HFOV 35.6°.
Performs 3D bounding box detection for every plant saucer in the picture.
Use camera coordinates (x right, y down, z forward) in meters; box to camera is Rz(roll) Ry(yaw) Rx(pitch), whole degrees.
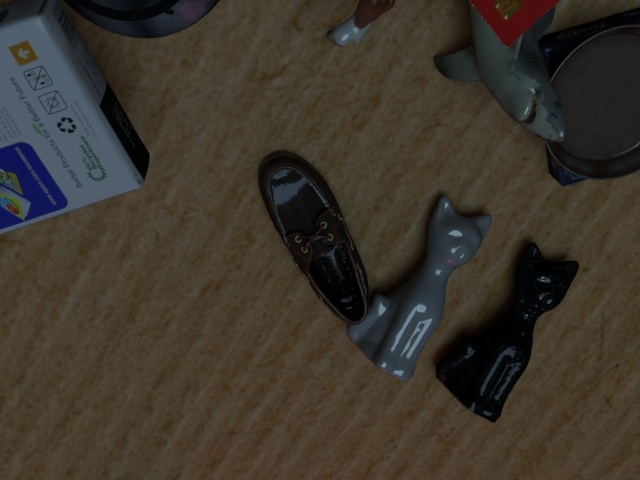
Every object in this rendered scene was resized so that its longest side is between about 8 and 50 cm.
[{"bbox_3d":[0.306,-0.145,1.040,0.168,0.029,0.169,-5,116,-10],"label":"plant saucer"}]

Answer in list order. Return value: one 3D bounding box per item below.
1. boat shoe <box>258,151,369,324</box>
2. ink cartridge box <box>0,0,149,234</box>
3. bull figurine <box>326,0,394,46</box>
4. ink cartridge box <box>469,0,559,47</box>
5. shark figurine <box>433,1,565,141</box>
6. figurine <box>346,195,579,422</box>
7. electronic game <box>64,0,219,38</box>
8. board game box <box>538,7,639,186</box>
[{"bbox_3d":[0.000,0.000,1.072,0.073,0.073,0.207,-29,117,5],"label":"boat shoe"},{"bbox_3d":[-0.355,-0.073,0.872,0.370,0.069,0.176,-18,125,10],"label":"ink cartridge box"},{"bbox_3d":[-0.035,-0.315,0.865,0.310,0.101,0.188,32,129,-3],"label":"bull figurine"},{"bbox_3d":[0.151,-0.302,0.814,0.181,0.056,0.225,-42,95,-13],"label":"ink cartridge box"},{"bbox_3d":[0.200,-0.248,0.978,0.116,0.166,0.278,-13,110,-31],"label":"shark figurine"},{"bbox_3d":[0.169,0.073,1.145,0.214,0.092,0.210,27,100,-22],"label":"figurine"},{"bbox_3d":[-0.169,-0.286,0.851,0.229,0.048,0.229,12,122,20],"label":"electronic game"},{"bbox_3d":[0.360,-0.170,1.080,0.243,0.042,0.165,-17,119,-3],"label":"board game box"}]
